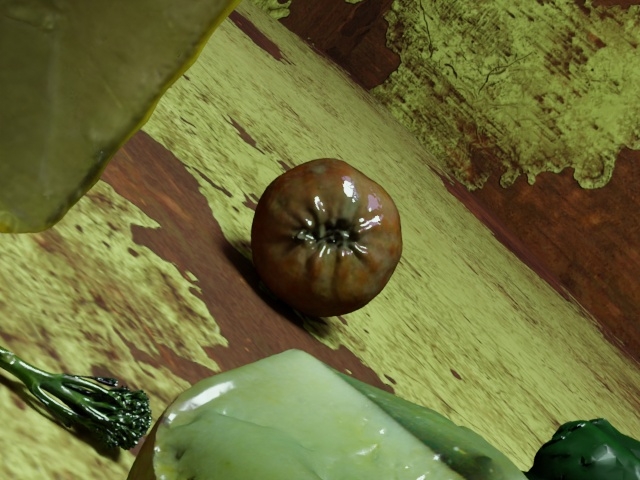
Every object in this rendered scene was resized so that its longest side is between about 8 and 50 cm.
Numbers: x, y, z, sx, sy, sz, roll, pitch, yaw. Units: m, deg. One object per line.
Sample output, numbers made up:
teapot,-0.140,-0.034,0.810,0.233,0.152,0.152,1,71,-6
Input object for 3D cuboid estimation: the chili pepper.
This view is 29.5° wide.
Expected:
chili pepper,0.235,0.257,0.880,0.261,0.165,0.174,53,5,36

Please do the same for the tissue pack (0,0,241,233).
tissue pack,-0.202,-0.212,0.587,0.293,0.228,0.382,36,13,-25

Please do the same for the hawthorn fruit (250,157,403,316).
hawthorn fruit,0.006,-0.011,1.147,0.149,0.149,0.189,39,17,-10

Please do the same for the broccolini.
broccolini,-0.150,0.068,0.651,0.140,0.035,0.030,35,10,-19

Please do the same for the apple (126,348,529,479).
apple,0.007,0.153,0.518,0.188,0.174,0.207,23,5,39
